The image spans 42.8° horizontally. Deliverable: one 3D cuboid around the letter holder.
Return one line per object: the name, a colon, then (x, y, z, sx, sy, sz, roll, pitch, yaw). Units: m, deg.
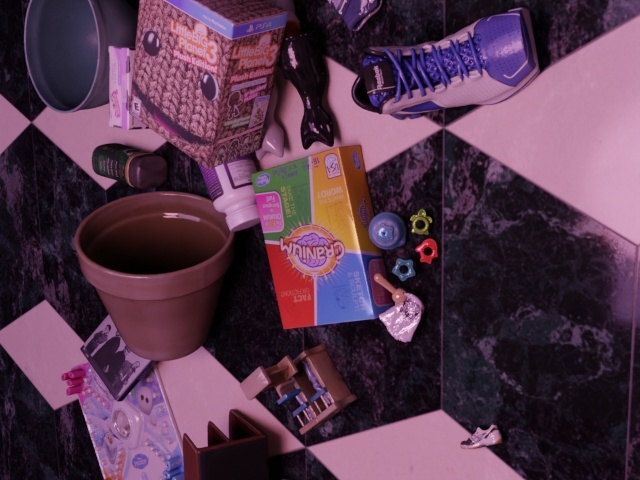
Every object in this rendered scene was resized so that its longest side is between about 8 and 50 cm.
letter holder: (-0.214, 0.541, 1.752, 0.214, 0.152, 0.302, 17, 111, 63)

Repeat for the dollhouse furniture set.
dollhouse furniture set: (-0.056, 0.305, 1.581, 0.129, 0.183, 0.129, -46, 68, 37)

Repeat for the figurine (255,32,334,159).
figurine: (-0.071, -0.264, 1.557, 0.215, 0.092, 0.210, -8, 97, 43)

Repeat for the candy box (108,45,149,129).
candy box: (-0.343, -0.319, 1.708, 0.070, 0.196, 0.165, 16, 109, 39)

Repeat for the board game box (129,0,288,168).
board game box: (-0.214, -0.323, 1.504, 0.232, 0.141, 0.291, 34, 130, 25)

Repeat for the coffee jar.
coffee jar: (-0.441, -0.173, 1.892, 0.184, 0.096, 0.079, 18, 113, 39)

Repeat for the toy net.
toy net: (0.154, 0.062, 1.448, 0.122, 0.045, 0.232, -6, 98, 14)

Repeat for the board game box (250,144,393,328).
board game box: (0.000, 0.000, 1.553, 0.242, 0.064, 0.317, -13, 90, 42)

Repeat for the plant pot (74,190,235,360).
plant pot: (-0.337, 0.092, 1.743, 0.323, 0.323, 0.280, 29, 134, 34)

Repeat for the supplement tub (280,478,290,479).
supplement tub: (-0.045, 0.540, 1.693, 0.107, 0.071, 0.071, 1, 99, 41)

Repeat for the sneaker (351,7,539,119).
sneaker: (0.169, -0.255, 1.275, 0.315, 0.182, 0.128, -13, 91, 43)

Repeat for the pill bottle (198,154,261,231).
pill bottle: (-0.179, -0.122, 1.660, 0.108, 0.108, 0.194, -28, 79, 41)

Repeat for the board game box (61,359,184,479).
board game box: (-0.514, 0.476, 2.113, 0.390, 0.050, 0.390, -27, 80, 42)

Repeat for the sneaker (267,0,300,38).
sneaker: (-0.146, -0.430, 1.594, 0.262, 0.099, 0.121, -11, 80, 37)

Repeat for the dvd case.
dvd case: (-0.463, 0.243, 1.982, 0.239, 0.029, 0.179, -48, 65, 11)

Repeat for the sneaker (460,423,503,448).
sneaker: (0.275, 0.336, 1.401, 0.083, 0.032, 0.037, -26, 67, 37)

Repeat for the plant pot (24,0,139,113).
plant pot: (-0.497, -0.436, 1.824, 0.293, 0.196, 0.293, 10, 105, 40)

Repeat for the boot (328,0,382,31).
boot: (0.090, -0.446, 1.394, 0.086, 0.069, 0.190, 57, 138, 9)
